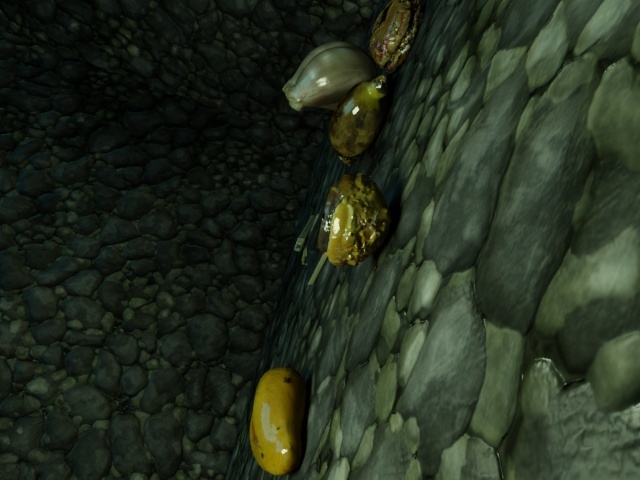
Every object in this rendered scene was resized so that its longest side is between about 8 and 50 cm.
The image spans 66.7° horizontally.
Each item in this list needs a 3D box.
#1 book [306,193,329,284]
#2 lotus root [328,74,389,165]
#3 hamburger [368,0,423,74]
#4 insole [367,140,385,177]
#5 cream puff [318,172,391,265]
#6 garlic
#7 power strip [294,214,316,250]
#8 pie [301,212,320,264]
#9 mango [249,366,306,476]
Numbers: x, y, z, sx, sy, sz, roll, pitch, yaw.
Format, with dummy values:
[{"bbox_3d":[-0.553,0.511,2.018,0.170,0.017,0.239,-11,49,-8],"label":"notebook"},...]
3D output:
[{"bbox_3d":[0.000,0.000,1.639,0.269,0.025,0.190,116,157,-48],"label":"book"},{"bbox_3d":[0.109,-0.353,1.396,0.314,0.142,0.169,120,171,-50],"label":"lotus root"},{"bbox_3d":[0.214,-0.599,1.412,0.231,0.107,0.231,-60,16,29],"label":"hamburger"},{"bbox_3d":[0.142,-0.199,1.305,0.053,0.002,0.152,-85,15,-62],"label":"insole"},{"bbox_3d":[0.069,-0.037,0.928,0.189,0.130,0.188,11,-90,-87],"label":"cream puff"},{"bbox_3d":[0.088,-0.477,1.495,0.231,0.340,0.245,37,112,54],"label":"garlic"},{"bbox_3d":[-0.060,-0.026,1.914,0.252,0.027,0.060,-65,-3,-59],"label":"power strip"},{"bbox_3d":[-0.022,-0.016,1.893,0.218,0.052,0.185,114,170,-48],"label":"pie"},{"bbox_3d":[-0.101,0.405,1.106,0.295,0.120,0.177,-89,17,-68],"label":"mango"}]
